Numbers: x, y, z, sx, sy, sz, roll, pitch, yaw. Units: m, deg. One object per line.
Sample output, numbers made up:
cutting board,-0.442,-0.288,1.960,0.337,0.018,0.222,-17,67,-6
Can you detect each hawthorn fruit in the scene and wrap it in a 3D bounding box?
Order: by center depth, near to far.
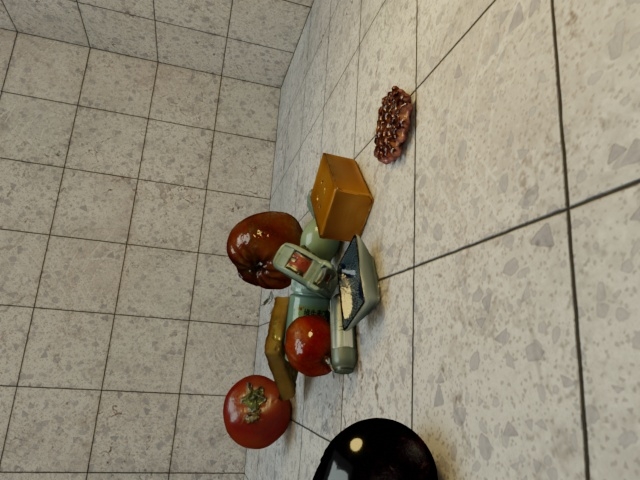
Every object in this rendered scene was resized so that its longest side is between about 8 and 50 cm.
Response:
hawthorn fruit,-0.017,0.365,1.607,0.253,0.205,0.205,-158,76,-66
hawthorn fruit,-0.231,0.030,2.287,0.403,0.402,0.403,-172,90,-75

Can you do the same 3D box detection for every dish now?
dish,0.120,0.130,1.409,0.182,0.080,0.243,114,158,-47

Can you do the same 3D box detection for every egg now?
egg,0.000,0.000,1.790,0.149,0.149,0.192,-119,43,-66

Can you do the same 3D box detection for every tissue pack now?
tissue pack,0.068,-0.153,1.632,0.274,0.145,0.194,-104,24,-53

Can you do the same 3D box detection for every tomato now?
tomato,-0.288,0.797,2.184,0.321,0.321,0.322,-172,90,-75

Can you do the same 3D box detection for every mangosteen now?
mangosteen,0.130,0.511,0.926,0.302,0.275,0.275,35,123,33

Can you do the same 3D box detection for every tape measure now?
tape measure,-0.039,0.098,1.635,0.125,0.246,0.243,-57,-16,-8

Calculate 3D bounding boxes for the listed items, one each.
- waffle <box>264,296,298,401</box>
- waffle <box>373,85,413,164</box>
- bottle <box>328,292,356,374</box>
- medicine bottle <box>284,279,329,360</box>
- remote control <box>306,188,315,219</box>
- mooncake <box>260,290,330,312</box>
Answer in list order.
waffle,-0.150,0.452,1.958,0.304,0.077,0.348,-84,-14,-50
waffle,0.208,-0.331,1.369,0.234,0.055,0.221,-139,56,-78
bottle,0.066,0.297,1.512,0.096,0.079,0.254,-19,56,27
medicine bottle,-0.052,0.307,1.817,0.158,0.158,0.318,174,103,-75
remote control,-0.017,-0.158,2.137,0.247,0.052,0.104,-117,36,-61
mooncake,-0.076,0.229,1.712,0.346,0.057,0.150,20,60,40
